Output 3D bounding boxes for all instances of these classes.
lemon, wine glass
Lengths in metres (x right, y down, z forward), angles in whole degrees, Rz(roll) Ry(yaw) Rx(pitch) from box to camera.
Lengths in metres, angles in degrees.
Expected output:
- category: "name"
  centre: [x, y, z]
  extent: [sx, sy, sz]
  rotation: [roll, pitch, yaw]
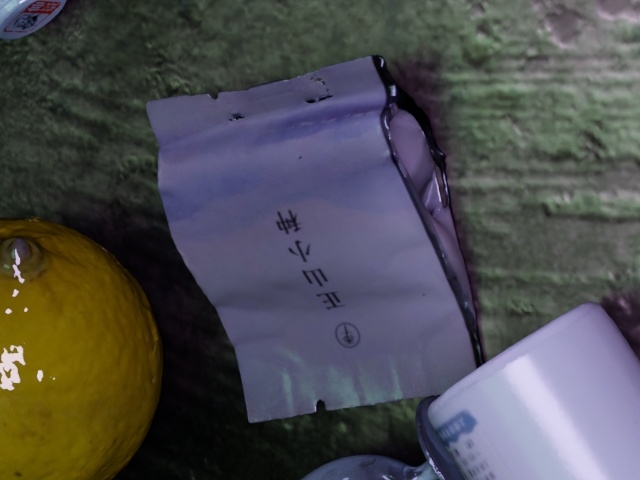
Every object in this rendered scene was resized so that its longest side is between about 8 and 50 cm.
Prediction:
- category: "lemon"
  centre: [-0.241, 0.097, 1.229]
  extent: [0.253, 0.228, 0.228]
  rotation: [-25, 86, 39]
- category: "wine glass"
  centre: [0.026, 0.196, 1.173]
  extent: [0.202, 0.093, 0.093]
  rotation: [-38, 80, 26]

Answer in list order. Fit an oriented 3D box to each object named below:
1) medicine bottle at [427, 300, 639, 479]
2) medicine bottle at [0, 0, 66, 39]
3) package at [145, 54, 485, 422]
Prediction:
- category: "medicine bottle"
  centre: [0.184, 0.168, 1.055]
  extent: [0.139, 0.139, 0.237]
  rotation: [-38, 81, 29]
- category: "medicine bottle"
  centre: [-0.277, -0.261, 1.268]
  extent: [0.121, 0.083, 0.229]
  rotation: [-38, 80, 26]
- category: "package"
  centre: [0.000, 0.000, 1.179]
  extent: [0.204, 0.062, 0.251]
  rotation: [-9, 107, 30]
